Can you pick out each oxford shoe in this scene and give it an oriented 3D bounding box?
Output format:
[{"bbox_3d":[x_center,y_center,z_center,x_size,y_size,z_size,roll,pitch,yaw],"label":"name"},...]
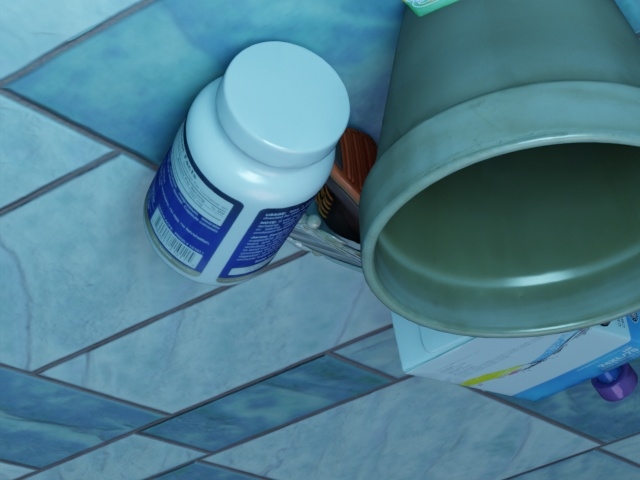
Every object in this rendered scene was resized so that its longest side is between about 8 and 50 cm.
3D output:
[{"bbox_3d":[0.034,-0.045,1.753,0.098,0.097,0.271,-12,155,18],"label":"oxford shoe"}]

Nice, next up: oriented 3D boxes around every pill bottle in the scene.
[{"bbox_3d":[-0.074,-0.075,1.575,0.153,0.153,0.265,0,153,-23],"label":"pill bottle"}]

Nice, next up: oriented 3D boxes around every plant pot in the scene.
[{"bbox_3d":[0.187,-0.108,1.433,0.323,0.280,0.323,-3,147,-2],"label":"plant pot"}]

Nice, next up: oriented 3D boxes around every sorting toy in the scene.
[{"bbox_3d":[0.554,0.134,2.365,0.365,0.127,0.126,-23,123,29],"label":"sorting toy"}]

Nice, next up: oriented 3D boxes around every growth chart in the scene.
[{"bbox_3d":[0.000,0.000,1.810,0.172,0.021,0.237,18,172,36],"label":"growth chart"}]

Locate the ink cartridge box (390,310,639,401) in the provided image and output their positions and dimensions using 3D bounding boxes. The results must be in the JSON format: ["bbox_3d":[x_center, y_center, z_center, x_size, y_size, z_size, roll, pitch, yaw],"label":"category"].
[{"bbox_3d":[0.236,0.058,1.925,0.197,0.198,0.270,-30,150,35],"label":"ink cartridge box"}]

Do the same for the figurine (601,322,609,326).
[{"bbox_3d":[0.349,-0.028,1.772,0.215,0.092,0.209,-30,105,21],"label":"figurine"}]

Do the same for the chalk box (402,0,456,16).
[{"bbox_3d":[0.098,-0.276,1.250,0.132,0.132,0.213,-22,154,23],"label":"chalk box"}]
